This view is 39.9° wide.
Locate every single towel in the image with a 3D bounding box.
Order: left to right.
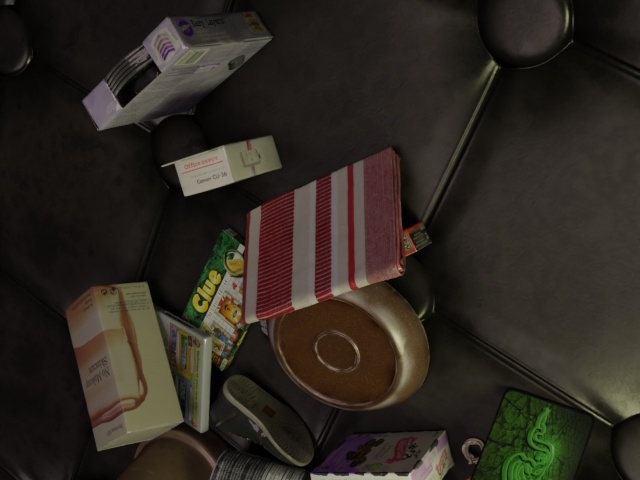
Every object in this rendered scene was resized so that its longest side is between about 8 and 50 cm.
[{"bbox_3d":[0.000,0.000,1.495,0.329,0.037,0.237,-21,53,33],"label":"towel"}]

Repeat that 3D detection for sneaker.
[{"bbox_3d":[-0.113,0.365,1.716,0.222,0.083,0.118,44,136,9],"label":"sneaker"}]

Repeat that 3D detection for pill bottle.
[{"bbox_3d":[-0.082,0.488,1.673,0.245,0.130,0.130,13,109,14],"label":"pill bottle"}]

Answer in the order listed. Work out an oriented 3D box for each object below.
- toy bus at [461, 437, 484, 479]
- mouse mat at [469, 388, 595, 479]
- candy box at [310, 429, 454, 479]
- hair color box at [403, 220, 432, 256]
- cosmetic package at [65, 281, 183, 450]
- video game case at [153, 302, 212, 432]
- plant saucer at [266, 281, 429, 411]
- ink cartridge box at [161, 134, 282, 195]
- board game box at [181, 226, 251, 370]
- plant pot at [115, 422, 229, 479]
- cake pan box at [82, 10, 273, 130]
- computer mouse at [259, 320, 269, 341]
[{"bbox_3d":[0.293,0.437,1.430,0.202,0.104,0.191,14,82,27],"label":"toy bus"},{"bbox_3d":[0.336,0.339,1.404,0.152,0.007,0.190,16,66,25],"label":"mouse mat"},{"bbox_3d":[0.109,0.396,1.532,0.196,0.165,0.070,-9,99,31],"label":"candy box"},{"bbox_3d":[0.110,0.018,1.492,0.141,0.072,0.043,-25,90,31],"label":"hair color box"},{"bbox_3d":[-0.392,0.246,1.746,0.153,0.129,0.296,-36,67,43],"label":"cosmetic package"},{"bbox_3d":[-0.289,0.255,1.778,0.193,0.023,0.212,22,116,39],"label":"video game case"},{"bbox_3d":[0.035,0.184,1.544,0.310,0.050,0.311,13,122,21],"label":"plant saucer"},{"bbox_3d":[-0.171,-0.129,1.542,0.115,0.198,0.067,-14,95,32],"label":"ink cartridge box"},{"bbox_3d":[-0.184,0.116,1.711,0.136,0.030,0.260,38,118,21],"label":"board game box"},{"bbox_3d":[-0.318,0.523,1.774,0.263,0.229,0.263,7,105,28],"label":"plant pot"},{"bbox_3d":[-0.243,-0.291,1.505,0.245,0.267,0.070,-35,86,34],"label":"cake pan box"},{"bbox_3d":[-0.058,0.080,1.630,0.071,0.041,0.242,20,105,14],"label":"computer mouse"}]
